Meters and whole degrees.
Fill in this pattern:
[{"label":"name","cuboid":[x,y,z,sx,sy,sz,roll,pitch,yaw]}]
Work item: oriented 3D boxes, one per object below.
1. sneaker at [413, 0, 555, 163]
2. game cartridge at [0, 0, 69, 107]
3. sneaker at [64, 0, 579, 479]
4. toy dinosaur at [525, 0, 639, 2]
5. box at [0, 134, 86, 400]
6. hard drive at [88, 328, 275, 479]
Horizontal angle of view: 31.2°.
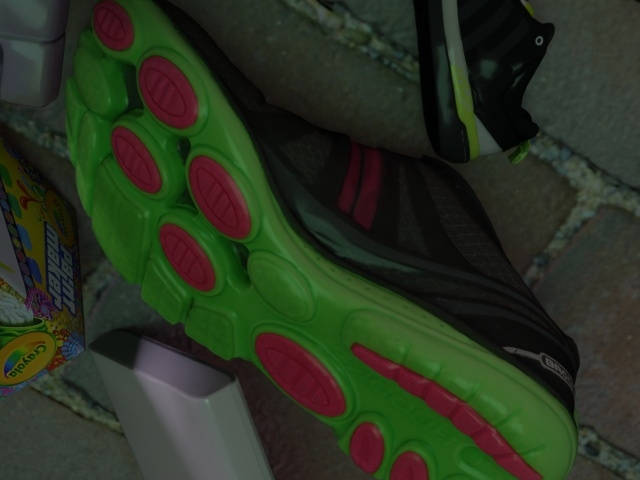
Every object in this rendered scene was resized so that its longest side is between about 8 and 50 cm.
[{"label":"sneaker","cuboid":[0.122,-0.168,0.849,0.097,0.084,0.234,-9,118,-4]},{"label":"game cartridge","cuboid":[-0.293,-0.207,0.557,0.355,0.068,0.230,10,107,-5]},{"label":"sneaker","cuboid":[0.000,0.000,0.865,0.483,0.202,0.185,45,126,1]},{"label":"toy dinosaur","cuboid":[0.296,-0.231,0.801,0.314,0.121,0.160,-31,94,6]},{"label":"box","cuboid":[-0.369,0.017,0.810,0.290,0.177,0.279,-30,129,10]},{"label":"hard drive","cuboid":[-0.081,0.230,0.933,0.040,0.203,0.307,-29,112,-29]}]
